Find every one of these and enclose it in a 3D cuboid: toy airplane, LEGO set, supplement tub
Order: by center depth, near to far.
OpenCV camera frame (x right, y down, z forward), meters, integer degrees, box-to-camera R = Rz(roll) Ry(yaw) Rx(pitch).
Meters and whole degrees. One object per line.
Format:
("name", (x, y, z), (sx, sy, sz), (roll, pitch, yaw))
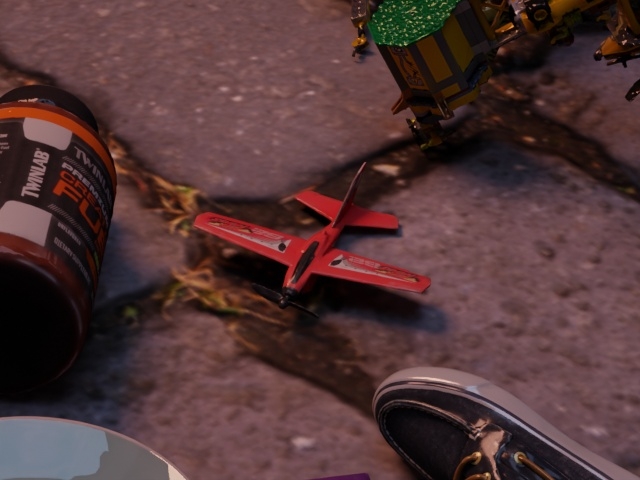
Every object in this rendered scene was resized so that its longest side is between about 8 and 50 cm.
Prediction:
("supplement tub", (-0.174, -0.011, 1.143), (0.106, 0.106, 0.198), (5, 37, -1))
("toy airplane", (0.000, 0.000, 1.217), (0.151, 0.028, 0.151), (5, 36, -4))
("LEGO set", (0.139, -0.179, 1.405), (0.255, 0.192, 0.331), (-31, 39, 0))

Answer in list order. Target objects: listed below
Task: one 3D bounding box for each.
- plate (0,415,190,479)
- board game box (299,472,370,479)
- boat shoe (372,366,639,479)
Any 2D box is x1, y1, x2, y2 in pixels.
("plate", (-0.139, 0.151, 0.922), (0.188, 0.024, 0.188), (3, 36, -2))
("board game box", (-0.117, 0.208, 0.905), (0.347, 0.056, 0.208), (-6, 34, -15))
("boat shoe", (0.090, 0.130, 1.021), (0.183, 0.065, 0.083), (26, 39, 24))
